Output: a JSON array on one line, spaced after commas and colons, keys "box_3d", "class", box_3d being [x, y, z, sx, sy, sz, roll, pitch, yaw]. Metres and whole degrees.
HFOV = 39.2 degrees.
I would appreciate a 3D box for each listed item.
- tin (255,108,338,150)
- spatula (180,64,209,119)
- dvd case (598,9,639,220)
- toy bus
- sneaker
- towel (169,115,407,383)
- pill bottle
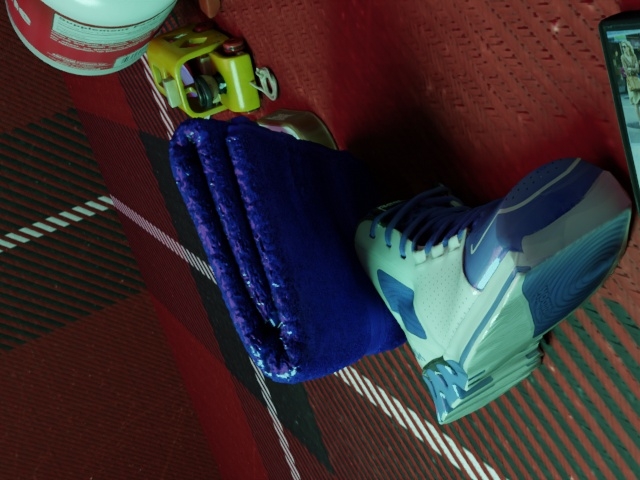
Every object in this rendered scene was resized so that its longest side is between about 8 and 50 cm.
[{"box_3d": [-0.029, -0.102, 1.074, 0.189, 0.040, 0.106, 21, 128, 65], "class": "tin"}, {"box_3d": [-0.175, -0.151, 1.414, 0.084, 0.030, 0.296, 40, 149, 54], "class": "spatula"}, {"box_3d": [0.240, -0.004, 0.480, 0.180, 0.022, 0.253, 22, 134, 65], "class": "dvd case"}, {"box_3d": [-0.154, -0.211, 1.168, 0.191, 0.104, 0.202, 61, 161, 12], "class": "toy bus"}, {"box_3d": [0.103, 0.018, 0.714, 0.182, 0.127, 0.315, 55, 161, 22], "class": "sneaker"}, {"box_3d": [0.000, 0.000, 0.806, 0.228, 0.076, 0.308, 66, -159, 9], "class": "towel"}, {"box_3d": [-0.282, -0.362, 1.137, 0.229, 0.229, 0.407, 67, 161, -4], "class": "pill bottle"}]
